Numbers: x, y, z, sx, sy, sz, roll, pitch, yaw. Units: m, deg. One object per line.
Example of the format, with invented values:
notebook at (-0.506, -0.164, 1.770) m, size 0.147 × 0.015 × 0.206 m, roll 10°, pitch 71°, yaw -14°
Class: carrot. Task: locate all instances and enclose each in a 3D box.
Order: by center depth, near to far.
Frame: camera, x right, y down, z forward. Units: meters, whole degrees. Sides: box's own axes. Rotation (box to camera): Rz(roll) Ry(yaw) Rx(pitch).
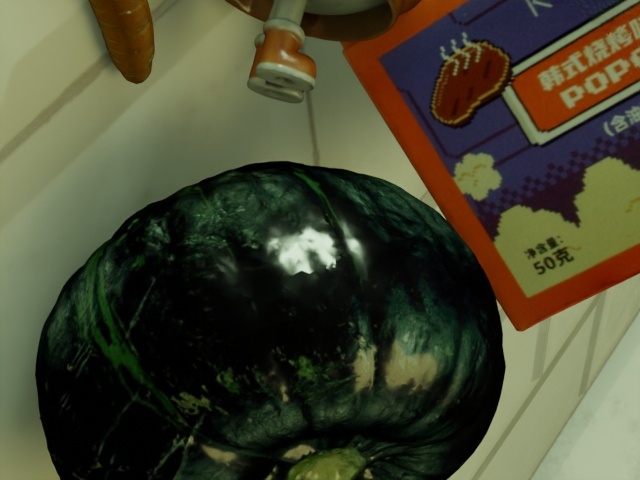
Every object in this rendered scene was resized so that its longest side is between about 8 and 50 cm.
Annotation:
carrot at (-0.120, -0.173, 0.600) m, size 0.043 × 0.043 × 0.248 m, roll -49°, pitch 155°, yaw -26°

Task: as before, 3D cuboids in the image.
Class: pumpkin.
pumpkin at (-0.039, 0.076, 0.767) m, size 0.315 × 0.238 × 0.315 m, roll -18°, pitch 147°, yaw -13°

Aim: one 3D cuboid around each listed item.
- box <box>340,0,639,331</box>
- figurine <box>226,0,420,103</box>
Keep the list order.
box at (0.249, -0.161, 0.841) m, size 0.349 × 0.256 × 0.318 m, roll -30°, pitch -174°, yaw 25°
figurine at (0.001, -0.222, 0.703) m, size 0.143 × 0.143 × 0.271 m, roll 12°, pitch 76°, yaw -65°
